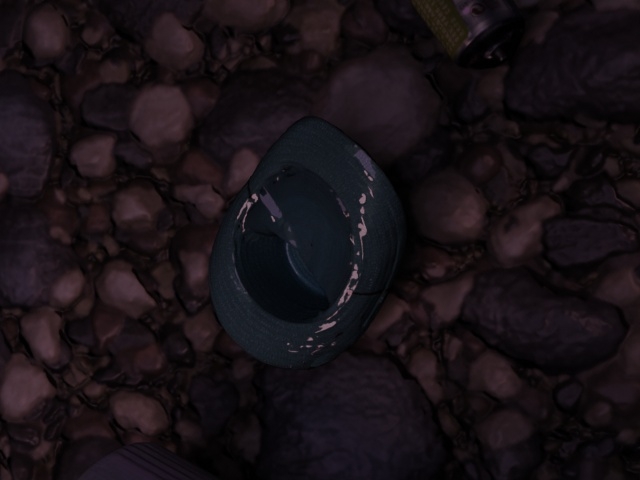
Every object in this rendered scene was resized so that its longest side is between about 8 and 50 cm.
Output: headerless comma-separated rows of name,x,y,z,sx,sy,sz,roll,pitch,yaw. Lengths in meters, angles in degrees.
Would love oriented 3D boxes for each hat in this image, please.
hat,0.000,0.000,1.036,0.138,0.078,0.191,46,122,22

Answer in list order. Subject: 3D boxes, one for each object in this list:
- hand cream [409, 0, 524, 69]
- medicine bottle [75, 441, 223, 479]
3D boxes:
hand cream,0.071,-0.216,1.028,0.086,0.055,0.235,-35,72,13
medicine bottle,-0.006,0.280,0.956,0.395,0.242,0.242,30,99,25
